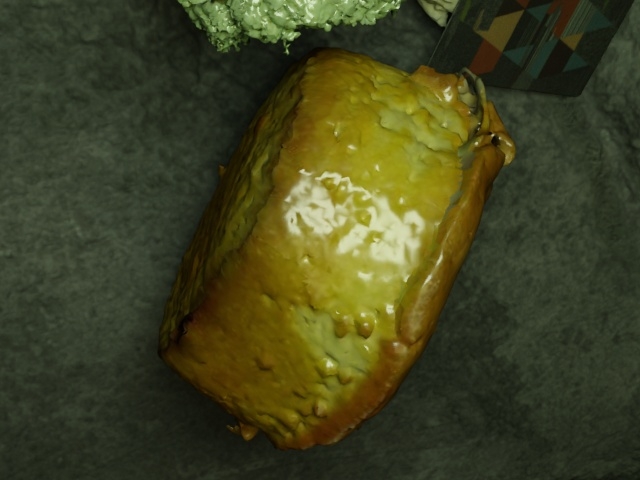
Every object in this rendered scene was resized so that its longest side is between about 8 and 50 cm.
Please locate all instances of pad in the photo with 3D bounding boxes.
[{"bbox_3d":[0.205,-0.202,1.161,0.211,0.003,0.143,1,129,-34],"label":"pad"}]

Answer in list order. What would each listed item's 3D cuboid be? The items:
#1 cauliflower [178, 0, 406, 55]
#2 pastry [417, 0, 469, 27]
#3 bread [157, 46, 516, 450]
[{"bbox_3d":[-0.020,-0.270,0.975,0.275,0.250,0.272,-27,78,-16],"label":"cauliflower"},{"bbox_3d":[0.162,-0.318,1.082,0.258,0.089,0.121,-46,146,10],"label":"pastry"},{"bbox_3d":[0.002,-0.002,1.062,0.204,0.337,0.358,25,129,-17],"label":"bread"}]
